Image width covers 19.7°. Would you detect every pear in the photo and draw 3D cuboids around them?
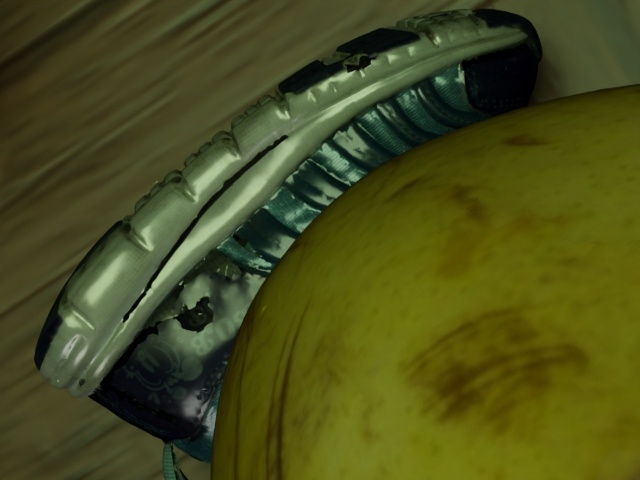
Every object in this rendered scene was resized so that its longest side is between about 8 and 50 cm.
[{"bbox_3d":[0.100,0.090,0.507,0.281,0.281,0.280,-1,84,14],"label":"pear"}]

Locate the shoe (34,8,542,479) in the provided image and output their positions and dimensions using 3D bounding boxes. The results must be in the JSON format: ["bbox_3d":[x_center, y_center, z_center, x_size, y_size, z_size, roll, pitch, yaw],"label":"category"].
[{"bbox_3d":[0.000,0.000,0.639,0.207,0.091,0.106,-44,98,2],"label":"shoe"}]
